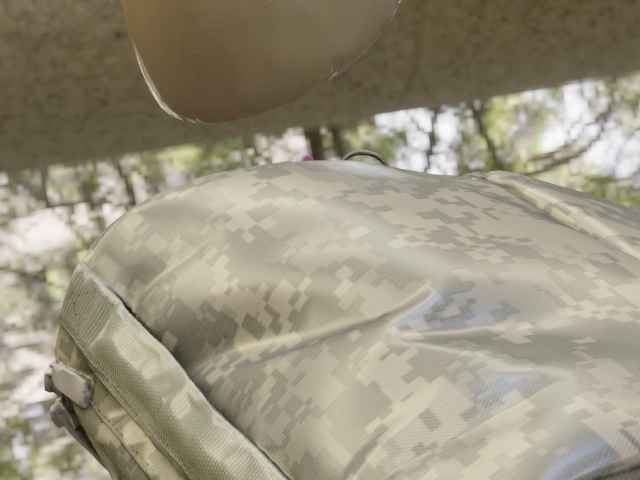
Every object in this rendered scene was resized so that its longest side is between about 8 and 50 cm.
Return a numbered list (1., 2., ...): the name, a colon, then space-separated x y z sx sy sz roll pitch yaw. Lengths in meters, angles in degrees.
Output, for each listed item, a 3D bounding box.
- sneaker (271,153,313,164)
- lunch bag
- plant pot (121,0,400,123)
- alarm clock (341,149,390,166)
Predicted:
1. sneaker: -0.027 -0.035 1.837 0.170 0.075 0.063 67 30 -44
2. lunch bag: 0.060 0.090 0.553 0.305 0.256 0.212 37 -71 56
3. plant pot: -0.085 -0.278 1.489 0.191 0.284 0.284 58 0 -37
4. alarm clock: 0.000 0.000 1.076 0.192 0.129 0.064 -56 161 -37
